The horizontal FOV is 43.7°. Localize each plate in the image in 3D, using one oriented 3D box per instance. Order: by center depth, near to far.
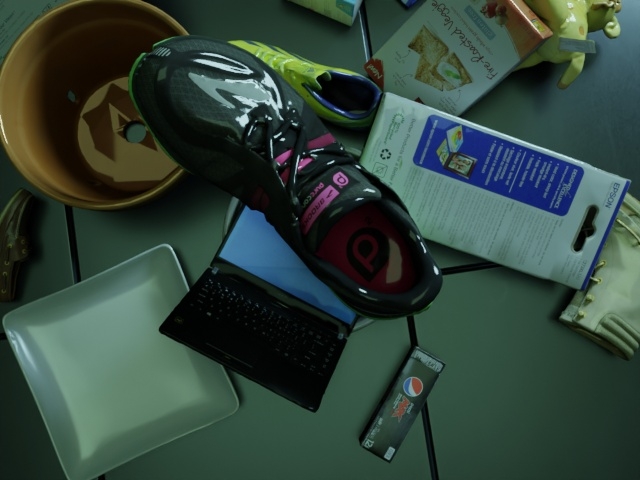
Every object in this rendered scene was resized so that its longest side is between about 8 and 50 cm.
[{"bbox_3d":[-0.296,0.183,1.201,0.277,0.045,0.278,-24,85,-3],"label":"plate"}]

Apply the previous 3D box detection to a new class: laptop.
[{"bbox_3d":[-0.051,0.064,1.109,0.234,0.264,0.136,27,122,3],"label":"laptop"}]

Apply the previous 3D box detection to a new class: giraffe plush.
[{"bbox_3d":[0.365,-0.347,1.196,0.170,0.181,0.210,-37,53,-26],"label":"giraffe plush"}]

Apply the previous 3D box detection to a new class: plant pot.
[{"bbox_3d":[-0.287,-0.177,1.152,0.291,0.203,0.290,0,86,0],"label":"plant pot"}]

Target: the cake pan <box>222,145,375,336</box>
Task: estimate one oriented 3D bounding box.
[{"bbox_3d":[0.000,0.000,1.211,0.293,0.054,0.293,0,85,0],"label":"cake pan"}]

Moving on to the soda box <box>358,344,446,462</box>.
[{"bbox_3d":[0.121,0.241,1.188,0.053,0.060,0.168,31,87,4],"label":"soda box"}]

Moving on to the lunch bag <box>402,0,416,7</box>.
[{"bbox_3d":[0.147,-0.459,1.232,0.129,0.096,0.151,49,116,4],"label":"lunch bag"}]

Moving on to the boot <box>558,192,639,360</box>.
[{"bbox_3d":[0.409,0.032,1.192,0.262,0.095,0.203,38,87,-1],"label":"boot"}]

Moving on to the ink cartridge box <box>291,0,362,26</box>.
[{"bbox_3d":[0.001,-0.410,1.227,0.143,0.092,0.089,23,85,1],"label":"ink cartridge box"}]

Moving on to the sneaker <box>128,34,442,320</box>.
[{"bbox_3d":[-0.020,-0.082,0.991,0.483,0.202,0.185,40,82,-14],"label":"sneaker"}]

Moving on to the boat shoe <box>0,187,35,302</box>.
[{"bbox_3d":[-0.465,0.009,1.210,0.060,0.064,0.177,20,92,-3],"label":"boat shoe"}]

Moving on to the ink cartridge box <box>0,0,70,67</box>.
[{"bbox_3d":[-0.425,-0.445,1.164,0.324,0.071,0.330,-32,85,32],"label":"ink cartridge box"}]

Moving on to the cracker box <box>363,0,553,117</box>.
[{"bbox_3d":[0.196,-0.277,1.169,0.155,0.067,0.232,50,124,4],"label":"cracker box"}]

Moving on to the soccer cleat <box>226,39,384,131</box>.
[{"bbox_3d":[-0.036,-0.244,1.198,0.289,0.121,0.093,20,85,1],"label":"soccer cleat"}]

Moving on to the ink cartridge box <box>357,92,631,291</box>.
[{"bbox_3d":[0.233,-0.069,1.145,0.371,0.069,0.175,19,100,-1],"label":"ink cartridge box"}]
